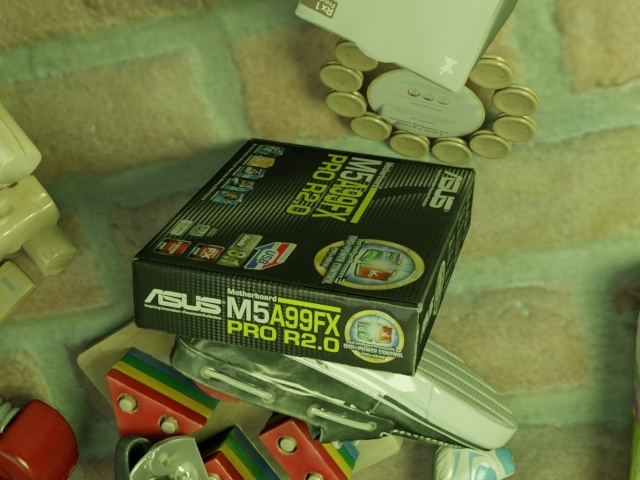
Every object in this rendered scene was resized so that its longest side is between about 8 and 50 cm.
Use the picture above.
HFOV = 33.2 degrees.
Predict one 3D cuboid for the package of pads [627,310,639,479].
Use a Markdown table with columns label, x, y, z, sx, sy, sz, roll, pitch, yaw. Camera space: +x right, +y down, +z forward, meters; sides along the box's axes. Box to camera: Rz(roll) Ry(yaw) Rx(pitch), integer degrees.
| label | x | y | z | sx | sy | sz | roll | pitch | yaw |
| --- | --- | --- | --- | --- | --- | --- | --- | --- | --- |
| package of pads | 0.384 | 0.161 | 0.925 | 0.229 | 0.101 | 0.296 | 2 | 114 | 16 |

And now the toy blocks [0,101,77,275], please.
| label | x | y | z | sx | sy | sz | roll | pitch | yaw |
| --- | --- | --- | --- | --- | --- | --- | --- | --- | --- |
| toy blocks | -0.416 | -0.047 | 0.989 | 0.289 | 0.309 | 0.260 | -37 | 75 | -14 |

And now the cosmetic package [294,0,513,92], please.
| label | x | y | z | sx | sy | sz | roll | pitch | yaw |
| --- | --- | --- | --- | --- | --- | --- | --- | --- | --- |
| cosmetic package | 0.086 | -0.204 | 0.771 | 0.127 | 0.238 | 0.107 | 26 | 118 | 4 |

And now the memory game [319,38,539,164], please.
| label | x | y | z | sx | sy | sz | roll | pitch | yaw |
| --- | --- | --- | --- | --- | --- | --- | --- | --- | --- |
| memory game | 0.088 | -0.115 | 0.881 | 0.186 | 0.012 | 0.186 | 13 | 156 | 6 |

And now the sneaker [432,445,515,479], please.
| label | x | y | z | sx | sy | sz | roll | pitch | yaw |
| --- | --- | --- | --- | --- | --- | --- | --- | --- | --- |
| sneaker | 0.142 | 0.301 | 1.076 | 0.086 | 0.085 | 0.237 | 9 | 119 | 5 |

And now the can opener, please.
| label | x | y | z | sx | sy | sz | roll | pitch | yaw |
| --- | --- | --- | --- | --- | --- | --- | --- | --- | --- |
| can opener | -0.131 | 0.317 | 1.083 | 0.095 | 0.076 | 0.283 | 10 | 123 | 50 |

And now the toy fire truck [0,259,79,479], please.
| label | x | y | z | sx | sy | sz | roll | pitch | yaw |
| --- | --- | --- | --- | --- | --- | --- | --- | --- | --- |
| toy fire truck | -0.351 | 0.170 | 1.145 | 0.217 | 0.158 | 0.246 | 30 | 129 | 2 |

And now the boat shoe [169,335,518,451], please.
| label | x | y | z | sx | sy | sz | roll | pitch | yaw |
| --- | --- | --- | --- | --- | --- | --- | --- | --- | --- |
| boat shoe | 0.020 | 0.126 | 0.976 | 0.335 | 0.121 | 0.119 | 27 | 107 | -17 |

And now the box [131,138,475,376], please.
| label | x | y | z | sx | sy | sz | roll | pitch | yaw |
| --- | --- | --- | --- | --- | --- | --- | --- | --- | --- |
| box | 0.000 | 0.000 | 0.874 | 0.216 | 0.270 | 0.060 | 9 | 117 | 14 |

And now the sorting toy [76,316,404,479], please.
| label | x | y | z | sx | sy | sz | roll | pitch | yaw |
| --- | --- | --- | --- | --- | --- | --- | --- | --- | --- |
| sorting toy | -0.096 | 0.176 | 1.086 | 0.257 | 0.089 | 0.255 | -31 | 102 | 27 |
